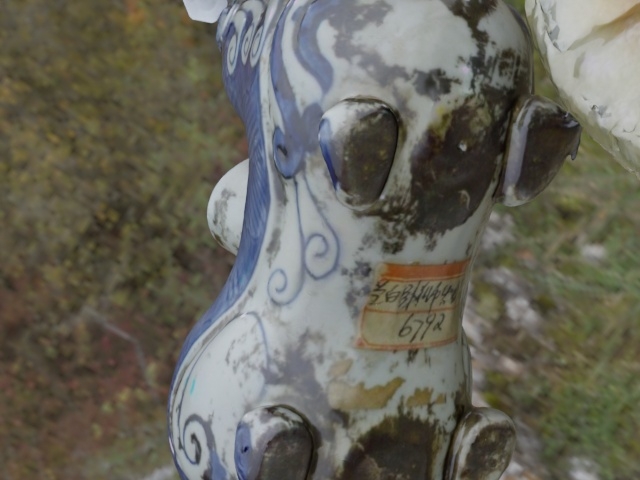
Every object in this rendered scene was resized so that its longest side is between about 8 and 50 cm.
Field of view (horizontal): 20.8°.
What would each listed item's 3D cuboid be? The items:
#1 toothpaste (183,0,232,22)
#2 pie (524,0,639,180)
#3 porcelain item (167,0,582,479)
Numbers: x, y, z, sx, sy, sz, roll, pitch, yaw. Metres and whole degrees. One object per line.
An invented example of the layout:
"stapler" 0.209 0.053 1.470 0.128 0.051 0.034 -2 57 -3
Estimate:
"toothpaste" -0.076 -0.223 1.523 0.043 0.194 0.067 -3 104 12
"pie" 0.214 -0.127 0.572 0.337 0.075 0.337 -23 50 30
"porcelain item" 0.000 0.000 0.776 0.186 0.138 0.288 36 122 53
